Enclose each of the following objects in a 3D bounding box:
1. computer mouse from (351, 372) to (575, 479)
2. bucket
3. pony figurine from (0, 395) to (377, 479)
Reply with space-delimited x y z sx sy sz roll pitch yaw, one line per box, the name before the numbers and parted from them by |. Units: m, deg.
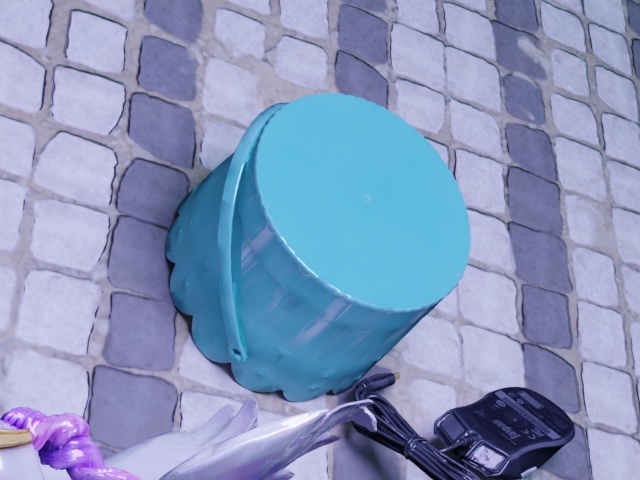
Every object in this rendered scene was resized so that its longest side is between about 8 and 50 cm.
computer mouse | 0.139 0.194 1.366 0.184 0.060 0.262 34 26 26
bucket | 0.000 0.000 1.313 0.281 0.183 0.281 17 53 -24
pony figurine | -0.142 0.254 1.023 0.351 0.303 0.363 -12 83 -30
